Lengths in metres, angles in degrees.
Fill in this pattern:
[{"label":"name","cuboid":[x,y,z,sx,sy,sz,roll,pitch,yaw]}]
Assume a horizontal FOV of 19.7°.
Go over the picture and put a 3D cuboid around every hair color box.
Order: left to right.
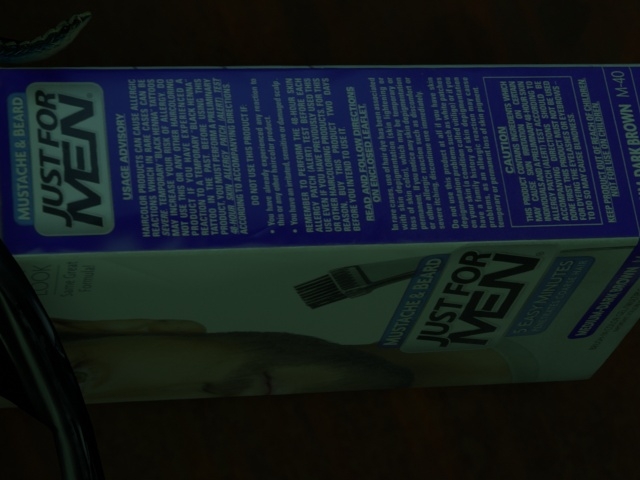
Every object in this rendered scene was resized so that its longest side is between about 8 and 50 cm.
[{"label":"hair color box","cuboid":[0.000,0.000,0.927,0.338,0.185,0.110,-1,64,-12]}]

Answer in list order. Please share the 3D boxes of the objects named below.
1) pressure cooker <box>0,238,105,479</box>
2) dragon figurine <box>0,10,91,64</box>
[{"label":"pressure cooker","cuboid":[-0.292,0.156,0.744,0.420,0.375,0.370,-4,137,-3]},{"label":"dragon figurine","cuboid":[-0.239,-0.154,0.871,0.085,0.289,0.144,-50,139,-6]}]
